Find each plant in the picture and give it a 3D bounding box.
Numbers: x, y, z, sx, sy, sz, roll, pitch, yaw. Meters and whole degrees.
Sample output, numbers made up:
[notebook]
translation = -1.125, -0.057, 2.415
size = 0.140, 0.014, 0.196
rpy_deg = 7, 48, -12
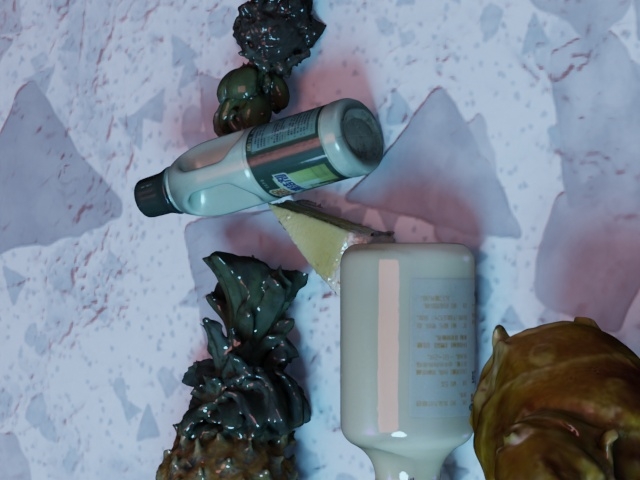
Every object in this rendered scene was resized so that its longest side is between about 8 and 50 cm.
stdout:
[plant]
translation = -0.050, -0.169, 1.613
size = 0.085, 0.087, 0.174
rpy_deg = 30, 103, 65

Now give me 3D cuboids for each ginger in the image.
[ginger]
translation = 0.242, 0.219, 1.265
size = 0.152, 0.274, 0.357
rpy_deg = -41, 100, 13

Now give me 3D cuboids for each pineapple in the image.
[pineapple]
translation = -0.083, 0.164, 1.599
size = 0.170, 0.141, 0.310
rpy_deg = -6, 77, 61

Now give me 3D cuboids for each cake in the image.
[cake]
translation = 0.000, 0.000, 1.583
size = 0.121, 0.052, 0.065
rpy_deg = 26, 109, 36

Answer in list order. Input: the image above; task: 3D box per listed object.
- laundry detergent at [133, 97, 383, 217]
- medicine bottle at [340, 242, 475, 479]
[laundry detergent]
translation = -0.063, -0.064, 1.577
size = 0.225, 0.099, 0.070
rpy_deg = -14, 96, 23
[medicine bottle]
translation = 0.072, 0.128, 1.487
size = 0.114, 0.114, 0.252
rpy_deg = -1, 88, 37
